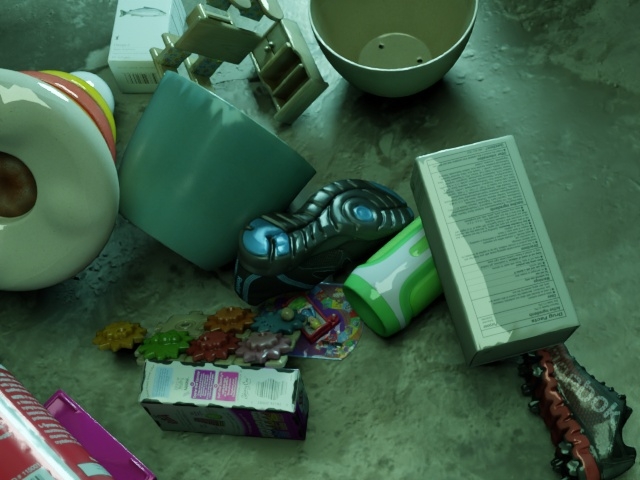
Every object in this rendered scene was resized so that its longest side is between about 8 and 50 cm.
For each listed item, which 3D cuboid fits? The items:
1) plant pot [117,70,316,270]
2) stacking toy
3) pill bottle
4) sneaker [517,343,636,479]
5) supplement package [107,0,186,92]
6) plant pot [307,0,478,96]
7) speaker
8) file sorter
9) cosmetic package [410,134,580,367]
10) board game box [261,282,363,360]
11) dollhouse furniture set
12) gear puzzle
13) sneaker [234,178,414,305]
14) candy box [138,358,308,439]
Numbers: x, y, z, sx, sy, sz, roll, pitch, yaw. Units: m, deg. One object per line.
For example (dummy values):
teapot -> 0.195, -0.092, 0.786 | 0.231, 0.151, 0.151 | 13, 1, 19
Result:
plant pot -> -0.192, -0.094, 1.769 | 0.293, 0.293, 0.235 | 33, 87, 19
stacking toy -> -0.452, -0.163, 1.789 | 0.351, 0.350, 0.480 | 0, 24, 5
pill bottle -> -0.439, 0.300, 1.421 | 0.408, 0.229, 0.229 | 39, 74, 23
sneaker -> 0.388, 0.240, 1.650 | 0.135, 0.097, 0.276 | -13, 60, -9
supplement package -> -0.315, -0.371, 2.004 | 0.105, 0.105, 0.179 | 0, 64, 6
plant pot -> 0.128, -0.360, 1.910 | 0.284, 0.191, 0.284 | -2, 65, 5
speaker -> 0.179, 0.020, 1.757 | 0.296, 0.131, 0.131 | -40, 67, -14
file sorter -> -0.391, 0.410, 1.591 | 0.202, 0.182, 0.290 | 37, 72, 21
cosmetic package -> 0.253, 0.015, 1.632 | 0.160, 0.113, 0.309 | -13, 72, -5
board game box -> -0.015, 0.122, 1.778 | 0.169, 0.033, 0.133 | 4, 65, 7
dollhouse furniture set -> -0.128, -0.313, 1.880 | 0.212, 0.242, 0.161 | -42, 58, 33
gear puzzle -> -0.196, 0.139, 1.719 | 0.339, 0.044, 0.175 | -1, 23, 16
sneaker -> 0.000, 0.000, 1.775 | 0.341, 0.139, 0.125 | -17, 54, -33
candy box -> -0.141, 0.242, 1.662 | 0.233, 0.159, 0.071 | 3, 65, 6
